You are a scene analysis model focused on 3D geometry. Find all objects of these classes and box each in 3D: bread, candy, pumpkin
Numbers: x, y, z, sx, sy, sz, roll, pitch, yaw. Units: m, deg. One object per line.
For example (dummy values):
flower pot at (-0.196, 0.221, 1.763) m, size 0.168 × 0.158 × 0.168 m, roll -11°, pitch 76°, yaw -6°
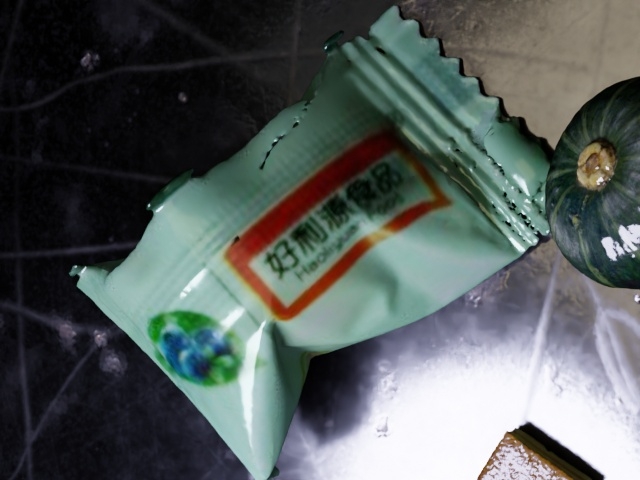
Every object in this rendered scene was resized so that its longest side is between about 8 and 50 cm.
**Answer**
bread at (0.178, 0.225, 1.147) m, size 0.090 × 0.035 × 0.094 m, roll 34°, pitch 107°, yaw 19°
candy at (0.002, 0.000, 1.168) m, size 0.398 × 0.172 × 0.263 m, roll -41°, pitch 85°, yaw 3°
pumpkin at (0.246, -0.044, 1.012) m, size 0.167 × 0.125 × 0.167 m, roll -6°, pitch 81°, yaw 46°
